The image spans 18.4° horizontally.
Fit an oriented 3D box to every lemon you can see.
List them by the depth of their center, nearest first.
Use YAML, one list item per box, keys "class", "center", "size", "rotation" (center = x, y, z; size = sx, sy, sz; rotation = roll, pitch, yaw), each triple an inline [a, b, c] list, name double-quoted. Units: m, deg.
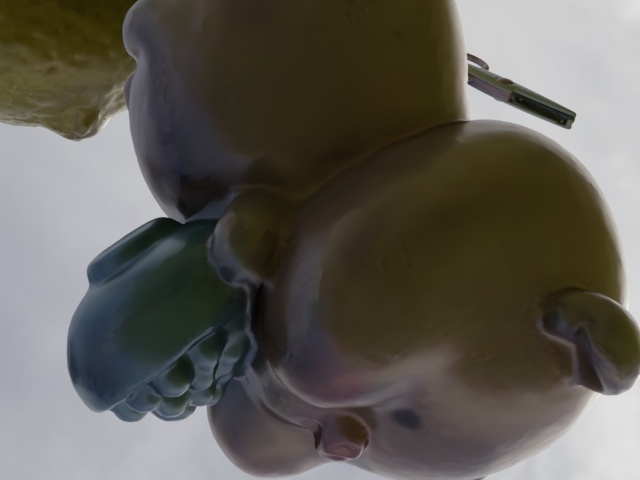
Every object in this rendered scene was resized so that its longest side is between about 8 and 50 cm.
- class: "lemon"
  center: [-0.232, -0.233, 1.643]
  size: [0.253, 0.253, 0.310]
  rotation: [-16, -93, -41]

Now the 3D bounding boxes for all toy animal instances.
- class: "toy animal"
  center: [0.016, -0.011, 0.858]
  size: [0.230, 0.210, 0.221]
  rotation: [10, -113, -8]

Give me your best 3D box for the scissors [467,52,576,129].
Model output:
- class: "scissors"
  center: [0.166, -0.143, 1.849]
  size: [0.176, 0.022, 0.085]
  rotation: [29, -151, 34]
